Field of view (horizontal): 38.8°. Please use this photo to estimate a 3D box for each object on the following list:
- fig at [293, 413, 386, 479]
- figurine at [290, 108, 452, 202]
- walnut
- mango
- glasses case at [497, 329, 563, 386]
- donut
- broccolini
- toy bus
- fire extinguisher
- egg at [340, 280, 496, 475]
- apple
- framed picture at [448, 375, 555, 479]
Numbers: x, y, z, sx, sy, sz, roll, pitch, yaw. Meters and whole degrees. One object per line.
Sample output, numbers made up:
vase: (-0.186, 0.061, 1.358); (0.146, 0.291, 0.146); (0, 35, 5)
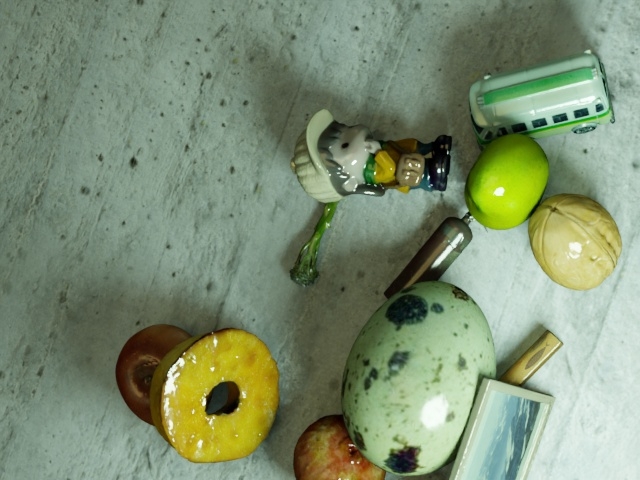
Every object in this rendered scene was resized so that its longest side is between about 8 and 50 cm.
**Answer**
fig: (0.036, 0.457, 1.831); (0.205, 0.205, 0.205); (-3, 80, 20)
figurine: (0.103, -0.155, 1.913); (0.332, 0.205, 0.185); (16, 43, 1)
walnut: (0.482, 0.001, 1.718); (0.165, 0.197, 0.165); (-20, 41, 19)
mango: (0.359, -0.117, 1.741); (0.149, 0.273, 0.185); (32, 85, 12)
glasses case: (0.401, 0.248, 1.777); (0.170, 0.064, 0.041); (-48, 68, 8)
donut: (-0.227, 0.321, 1.894); (0.110, 0.302, 0.303); (2, 81, 48)
broccolini: (0.001, 0.000, 1.982); (0.058, 0.067, 0.216); (25, 82, 19)
toy bus: (0.428, -0.277, 1.797); (0.276, 0.164, 0.134); (-12, 76, 18)
fire extinguisher: (0.247, 0.035, 1.872); (0.089, 0.072, 0.268); (38, 96, -13)
egg: (0.189, 0.257, 1.734); (0.287, 0.287, 0.380); (9, 76, 22)
apple: (-0.346, 0.301, 1.996); (0.235, 0.173, 0.210); (38, 96, 21)
framed picture: (0.319, 0.431, 1.688); (0.022, 0.247, 0.335); (18, 88, 45)
